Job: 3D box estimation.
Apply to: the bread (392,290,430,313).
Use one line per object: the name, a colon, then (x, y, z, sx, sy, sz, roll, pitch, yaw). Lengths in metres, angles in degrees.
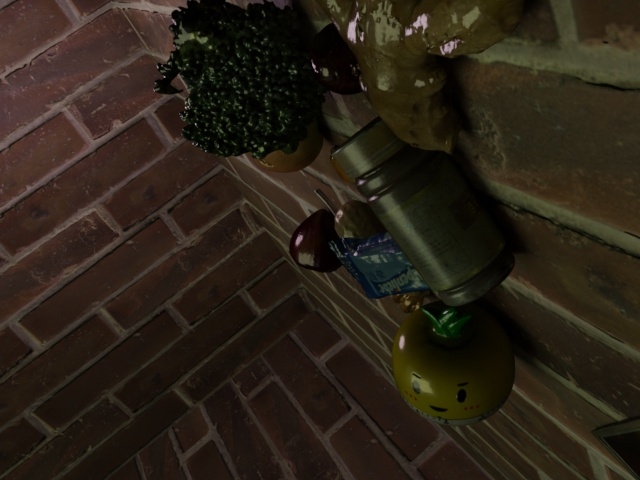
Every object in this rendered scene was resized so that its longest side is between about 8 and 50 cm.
bread: (0.221, 0.121, 1.614, 0.177, 0.084, 0.119, 53, 170, 18)

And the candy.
candy: (0.172, 0.043, 1.293, 0.331, 0.077, 0.187, -15, 115, 50)

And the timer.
timer: (0.272, 0.223, 1.261, 0.285, 0.285, 0.285, 50, 170, 12)

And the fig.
fig: (0.036, -0.296, 0.949, 0.109, 0.103, 0.154, 16, -141, -17)

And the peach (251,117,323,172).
peach: (-0.088, -0.249, 1.432, 0.184, 0.184, 0.184, 50, 170, 12)

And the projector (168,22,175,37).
projector: (-0.382, -0.604, 1.763, 0.083, 0.083, 0.082, 40, 165, 50)

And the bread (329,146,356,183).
bread: (0.056, -0.178, 1.455, 0.110, 0.024, 0.110, 50, 171, 11)

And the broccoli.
broccoli: (-0.162, -0.319, 1.197, 0.272, 0.324, 0.334, -125, 14, -56)

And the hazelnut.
hazelnut: (0.000, 0.000, 1.960, 0.208, 0.208, 0.208, 50, 170, 12)

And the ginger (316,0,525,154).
ginger: (0.073, -0.277, 0.766, 0.363, 0.122, 0.348, 38, 158, 17)

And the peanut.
peanut: (0.147, 0.019, 1.457, 0.290, 0.130, 0.130, 49, 170, 23)

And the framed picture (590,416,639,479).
framed picture: (0.604, 0.403, 1.055, 0.211, 0.020, 0.289, 49, 170, 20)

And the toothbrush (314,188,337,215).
toothbrush: (0.050, -0.085, 1.843, 0.204, 0.017, 0.022, 49, 151, 13)

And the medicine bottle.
medicine bottle: (0.172, -0.058, 0.986, 0.322, 0.151, 0.151, 53, 170, -8)
